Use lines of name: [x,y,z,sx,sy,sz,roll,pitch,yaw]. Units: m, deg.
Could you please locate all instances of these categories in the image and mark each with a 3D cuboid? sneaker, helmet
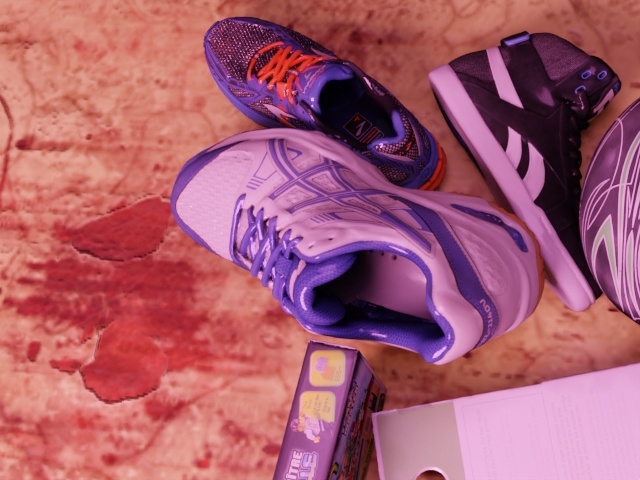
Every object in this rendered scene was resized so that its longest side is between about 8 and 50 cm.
sneaker: [0.000,0.000,0.961,0.296,0.131,0.112,15,117,30]
sneaker: [0.176,-0.065,1.000,0.121,0.079,0.217,-28,66,1]
helmet: [0.247,-0.020,0.904,0.169,0.161,0.169,-18,57,30]
sneaker: [0.000,-0.114,1.054,0.221,0.087,0.083,32,79,21]

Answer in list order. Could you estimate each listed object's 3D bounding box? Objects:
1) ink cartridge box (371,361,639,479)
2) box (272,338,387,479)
ink cartridge box: [0.163,0.178,0.926,0.235,0.056,0.171,-13,67,12]
box: [-0.005,0.181,0.931,0.036,0.114,0.207,10,73,16]
